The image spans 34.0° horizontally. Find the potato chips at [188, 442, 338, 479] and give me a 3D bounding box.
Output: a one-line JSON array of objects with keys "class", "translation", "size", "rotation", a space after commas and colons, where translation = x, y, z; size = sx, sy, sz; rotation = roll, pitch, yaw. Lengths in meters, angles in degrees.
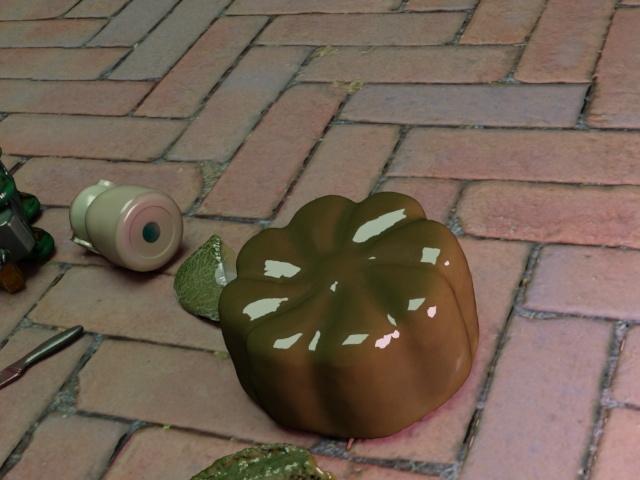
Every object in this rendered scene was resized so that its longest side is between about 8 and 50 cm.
[{"class": "potato chips", "translation": [-0.131, 0.424, 1.254], "size": [0.429, 0.070, 0.358], "rotation": [-18, 39, -3]}]

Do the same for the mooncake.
[{"class": "mooncake", "translation": [0.039, 0.097, 1.522], "size": [0.378, 0.200, 0.378], "rotation": [-10, 36, 8]}]

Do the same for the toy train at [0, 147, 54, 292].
[{"class": "toy train", "translation": [-0.669, -0.036, 1.980], "size": [0.249, 0.178, 0.429], "rotation": [-31, 37, -5]}]

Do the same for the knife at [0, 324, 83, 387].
[{"class": "knife", "translation": [-0.494, 0.210, 1.716], "size": [0.247, 0.018, 0.035], "rotation": [-34, 43, -20]}]

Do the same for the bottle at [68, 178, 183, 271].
[{"class": "bottle", "translation": [-0.370, -0.036, 1.901], "size": [0.147, 0.147, 0.236], "rotation": [-39, 34, -29]}]

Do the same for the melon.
[{"class": "melon", "translation": [-0.171, 0.055, 1.735], "size": [0.093, 0.139, 0.202], "rotation": [-16, 26, -42]}]
